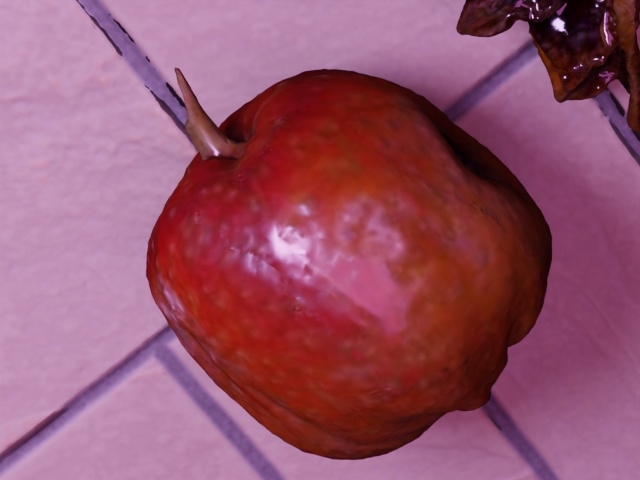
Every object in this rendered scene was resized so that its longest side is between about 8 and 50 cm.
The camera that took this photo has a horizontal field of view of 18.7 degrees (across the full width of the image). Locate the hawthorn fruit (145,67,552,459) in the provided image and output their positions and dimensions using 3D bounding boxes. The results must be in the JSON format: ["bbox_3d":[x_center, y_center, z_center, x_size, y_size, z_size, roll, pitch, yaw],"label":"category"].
[{"bbox_3d":[0.017,0.016,1.278,0.261,0.258,0.258,14,106,3],"label":"hawthorn fruit"}]

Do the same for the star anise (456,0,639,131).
[{"bbox_3d":[0.179,-0.205,1.296,0.220,0.126,0.190,27,74,-23],"label":"star anise"}]
